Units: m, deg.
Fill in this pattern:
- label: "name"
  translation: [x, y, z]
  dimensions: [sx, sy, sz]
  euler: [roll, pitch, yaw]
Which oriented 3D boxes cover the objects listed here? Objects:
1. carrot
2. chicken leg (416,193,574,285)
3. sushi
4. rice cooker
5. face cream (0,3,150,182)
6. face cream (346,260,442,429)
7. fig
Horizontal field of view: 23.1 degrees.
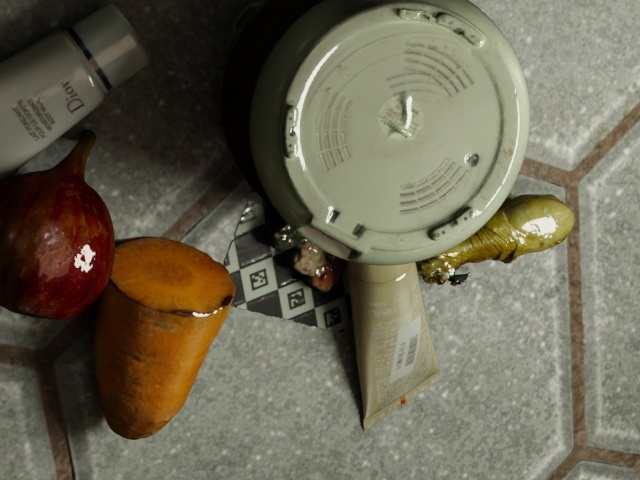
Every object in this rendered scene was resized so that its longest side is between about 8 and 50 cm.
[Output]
- label: "carrot"
  translation: [-0.196, 0.132, 1.844]
  dimensions: [0.159, 0.159, 0.225]
  euler: [-2, 118, -32]
- label: "chicken leg"
  translation: [0.229, 0.000, 2.096]
  dimensions: [0.228, 0.103, 0.088]
  euler: [-24, 115, -1]
- label: "sushi"
  translation: [0.000, 0.000, 1.972]
  dimensions: [0.220, 0.047, 0.231]
  euler: [16, 98, -36]
- label: "rice cooker"
  translation: [0.055, -0.145, 1.779]
  dimensions: [0.335, 0.325, 0.335]
  euler: [-3, 102, -13]
- label: "face cream"
  translation: [-0.333, -0.141, 1.694]
  dimensions: [0.314, 0.089, 0.143]
  euler: [-34, 125, -5]
- label: "face cream"
  translation: [0.091, 0.106, 2.039]
  dimensions: [0.137, 0.084, 0.341]
  euler: [-32, 138, -20]
- label: "fig"
  translation: [-0.294, -0.020, 1.703]
  dimensions: [0.175, 0.175, 0.207]
  euler: [17, 96, -36]
